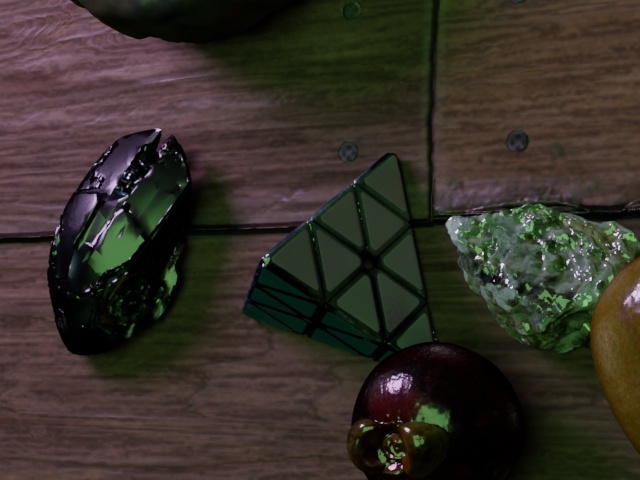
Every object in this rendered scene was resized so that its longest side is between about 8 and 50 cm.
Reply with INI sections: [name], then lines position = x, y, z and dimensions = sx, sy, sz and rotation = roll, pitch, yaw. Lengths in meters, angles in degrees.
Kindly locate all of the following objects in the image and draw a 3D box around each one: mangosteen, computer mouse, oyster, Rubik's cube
[mangosteen]
position = 0.093, 0.160, 1.344
dimensions = 0.152, 0.152, 0.153
rotation = -3, 83, 28
[computer mouse]
position = -0.201, 0.003, 1.562
dimensions = 0.146, 0.077, 0.242
rotation = 28, 97, 26
[oyster]
position = 0.190, 0.031, 1.360
dimensions = 0.177, 0.064, 0.125
rotation = -1, 80, 26
[Rubik's cube]
position = 0.000, 0.000, 1.401
dimensions = 0.211, 0.178, 0.191
rotation = 12, 87, 27

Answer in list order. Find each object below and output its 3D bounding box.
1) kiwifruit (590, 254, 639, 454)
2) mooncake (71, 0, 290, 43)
[kiwifruit]
position = 0.317, 0.099, 1.211
dimensions = 0.196, 0.196, 0.234
rotation = -42, 71, 18
[mooncake]
position = -0.125, -0.324, 1.510
dimensions = 0.290, 0.161, 0.290
rotation = -3, 83, 26
